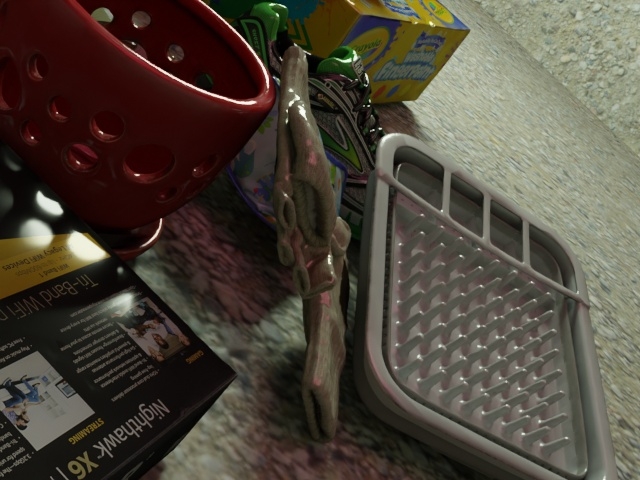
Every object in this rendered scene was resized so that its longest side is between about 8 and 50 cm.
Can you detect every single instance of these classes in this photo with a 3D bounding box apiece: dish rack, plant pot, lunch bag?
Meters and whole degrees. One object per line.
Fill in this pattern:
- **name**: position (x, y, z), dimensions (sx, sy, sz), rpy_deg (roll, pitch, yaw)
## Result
- **dish rack**: position (0.142, 0.074, 0.806), dimensions (0.285, 0.072, 0.333), rpy_deg (30, 40, -22)
- **plant pot**: position (-0.154, -0.093, 0.614), dimensions (0.191, 0.174, 0.191), rpy_deg (31, 27, -18)
- **lunch bag**: position (-0.031, -0.062, 0.807), dimensions (0.129, 0.096, 0.151), rpy_deg (21, 48, -75)

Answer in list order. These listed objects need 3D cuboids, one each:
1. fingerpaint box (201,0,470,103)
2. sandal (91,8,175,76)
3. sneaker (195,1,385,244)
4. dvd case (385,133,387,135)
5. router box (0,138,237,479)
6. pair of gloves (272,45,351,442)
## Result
- **fingerpaint box**: position (-0.020, -0.376, 1.276), dimensions (0.371, 0.163, 0.445), rpy_deg (45, 26, 12)
- **sandal**: position (-0.193, -0.172, 0.791), dimensions (0.120, 0.086, 0.303), rpy_deg (1, 45, -53)
- **sneaker**: position (0.020, -0.115, 0.924), dimensions (0.343, 0.146, 0.134), rpy_deg (39, 25, -6)
- **dvd case**: position (0.122, -0.055, 1.102), dimensions (0.238, 0.029, 0.179), rpy_deg (41, 25, 3)
- **router box**: position (-0.213, 0.057, 0.398), dimensions (0.243, 0.081, 0.309), rpy_deg (44, 25, 8)
- **pair of gloves**: position (0.000, 0.000, 0.632), dimensions (0.042, 0.240, 0.204), rpy_deg (-5, 36, 4)
